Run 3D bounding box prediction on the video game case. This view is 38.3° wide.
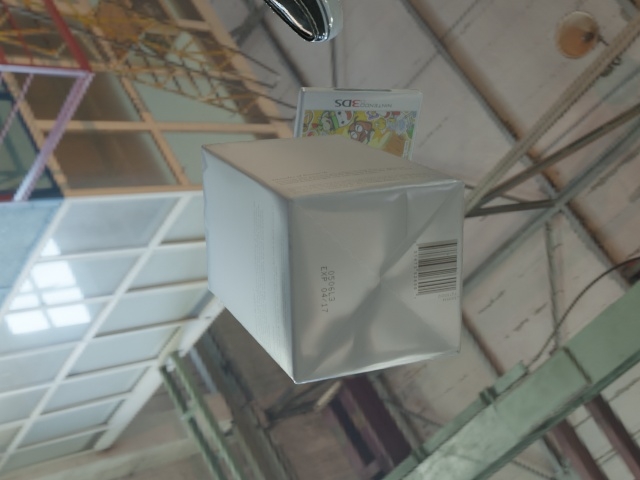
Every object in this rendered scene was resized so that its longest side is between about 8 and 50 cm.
[{"bbox_3d":[0.053,-0.136,1.490,0.026,0.206,0.227,-125,-142,-56],"label":"video game case"}]

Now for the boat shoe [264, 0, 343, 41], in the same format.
[{"bbox_3d":[-0.042,-0.162,0.509,0.142,0.040,0.049,51,-21,-23],"label":"boat shoe"}]

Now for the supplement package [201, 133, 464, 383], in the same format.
[{"bbox_3d":[0.000,0.000,0.949,0.293,0.175,0.177,-146,-129,-63],"label":"supplement package"}]
